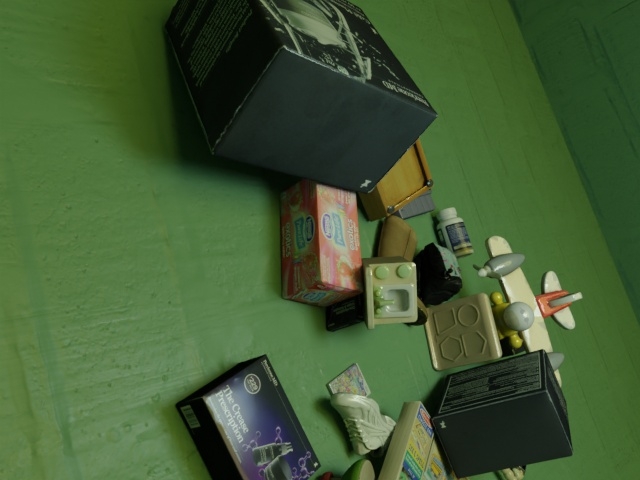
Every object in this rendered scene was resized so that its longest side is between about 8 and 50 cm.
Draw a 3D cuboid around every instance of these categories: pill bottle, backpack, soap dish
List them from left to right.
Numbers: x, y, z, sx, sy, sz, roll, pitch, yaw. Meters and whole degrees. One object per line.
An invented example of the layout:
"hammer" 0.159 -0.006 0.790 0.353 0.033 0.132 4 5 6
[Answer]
"soap dish" 0.201 -0.227 1.655 0.229 0.118 0.290 -32 116 -18
"backpack" 0.364 0.100 1.759 0.115 0.152 0.182 27 38 -31
"pill bottle" 0.455 -0.023 1.936 0.094 0.094 0.169 -4 74 -46

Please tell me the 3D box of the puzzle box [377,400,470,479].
"puzzle box" 0.281 0.638 1.400 0.409 0.052 0.272 57 38 -23

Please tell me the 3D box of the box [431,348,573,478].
"box" 0.480 0.452 1.492 0.182 0.296 0.294 68 23 0

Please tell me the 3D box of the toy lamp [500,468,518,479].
"toy lamp" 0.577 0.718 1.700 0.274 0.080 0.080 57 42 -8

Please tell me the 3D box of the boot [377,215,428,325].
"boot" 0.255 0.086 1.687 0.236 0.089 0.269 43 44 -22

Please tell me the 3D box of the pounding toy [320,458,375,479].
"pounding toy" 0.058 0.593 1.243 0.183 0.110 0.236 -73 153 -51

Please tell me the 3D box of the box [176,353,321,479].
"box" -0.138 0.390 1.128 0.184 0.103 0.261 -27 90 -51

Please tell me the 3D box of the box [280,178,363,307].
"box" 0.000 0.000 1.423 0.142 0.154 0.299 18 59 -39

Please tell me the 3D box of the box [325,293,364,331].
"box" 0.058 0.141 1.437 0.029 0.116 0.162 16 59 -38

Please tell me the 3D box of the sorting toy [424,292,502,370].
"sorting toy" 0.416 0.272 1.670 0.038 0.208 0.193 19 57 -53

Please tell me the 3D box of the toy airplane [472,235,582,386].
"toy airplane" 0.608 0.226 1.711 0.386 0.272 0.384 27 87 11

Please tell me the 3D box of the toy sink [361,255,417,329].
"toy sink" 0.171 0.127 1.433 0.234 0.131 0.152 -94 -179 -87

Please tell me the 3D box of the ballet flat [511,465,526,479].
"ballet flat" 0.648 0.689 1.806 0.057 0.049 0.173 52 43 -11

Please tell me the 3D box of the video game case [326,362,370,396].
"video game case" 0.072 0.372 1.415 0.122 0.011 0.087 -24 88 -49

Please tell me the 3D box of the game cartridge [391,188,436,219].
"game cartridge" 0.251 -0.245 1.873 0.230 0.068 0.355 -17 83 -44

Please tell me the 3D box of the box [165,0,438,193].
"box" -0.056 -0.407 1.358 0.480 0.297 0.471 9 46 -41

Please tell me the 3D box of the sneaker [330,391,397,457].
"sneaker" 0.100 0.444 1.341 0.232 0.090 0.115 44 53 -29

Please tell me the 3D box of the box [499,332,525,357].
"box" 0.643 0.314 1.946 0.207 0.108 0.153 -1 72 -45
